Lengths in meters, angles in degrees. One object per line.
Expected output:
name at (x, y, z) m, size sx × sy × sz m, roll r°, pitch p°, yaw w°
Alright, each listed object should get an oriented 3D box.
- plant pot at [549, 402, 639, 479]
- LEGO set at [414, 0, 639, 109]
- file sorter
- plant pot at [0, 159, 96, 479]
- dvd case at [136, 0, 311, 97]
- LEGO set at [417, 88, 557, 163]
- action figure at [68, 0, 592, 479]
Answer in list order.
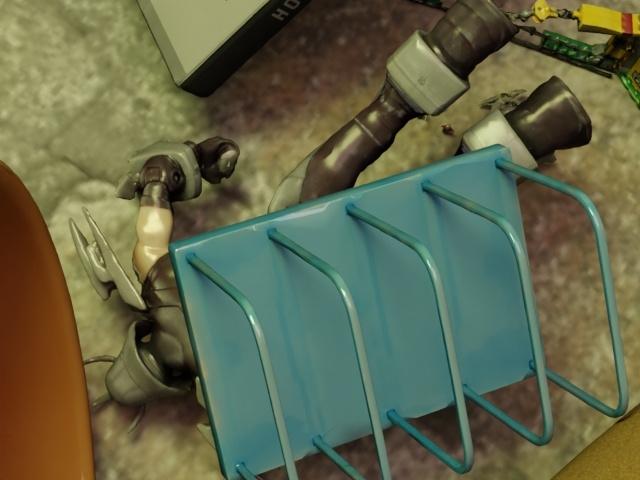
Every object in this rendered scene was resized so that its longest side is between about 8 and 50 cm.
plant pot at (0.212, 0.140, 0.743) m, size 0.254 × 0.237 × 0.237 m, roll -17°, pitch 74°, yaw -16°
LEGO set at (0.135, -0.230, 0.891) m, size 0.331 × 0.192 × 0.255 m, roll 27°, pitch 68°, yaw 1°
file sorter at (0.038, 0.044, 0.736) m, size 0.170 × 0.104 × 0.118 m, roll -18°, pitch 109°, yaw -17°
plant pot at (-0.225, 0.116, 0.673) m, size 0.203 × 0.291 × 0.291 m, roll -4°, pitch 70°, yaw 6°
dvd case at (-0.016, -0.213, 0.844) m, size 0.238 × 0.029 × 0.179 m, roll -41°, pitch 55°, yaw 22°
LEGO set at (0.095, -0.066, 0.915) m, size 0.083 × 0.023 × 0.054 m, roll 11°, pitch 69°, yaw -6°
action figure at (0.000, 0.000, 0.828) m, size 0.285 × 0.099 × 0.185 m, roll -38°, pitch 95°, yaw 0°
